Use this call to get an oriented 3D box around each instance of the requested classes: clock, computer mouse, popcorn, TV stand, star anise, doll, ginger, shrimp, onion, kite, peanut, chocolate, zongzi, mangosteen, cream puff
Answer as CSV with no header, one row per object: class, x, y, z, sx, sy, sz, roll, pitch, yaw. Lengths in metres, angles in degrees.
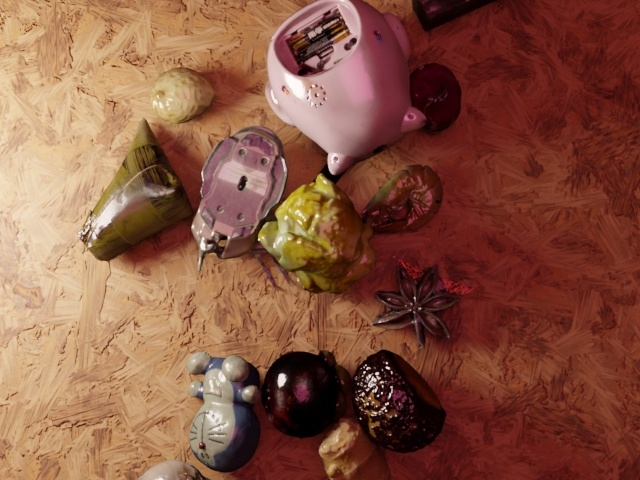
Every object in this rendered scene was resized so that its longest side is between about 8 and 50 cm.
clock,0.054,-0.376,1.825,0.368,0.250,0.376,-29,73,10
computer mouse,-0.202,-0.094,1.875,0.199,0.115,0.389,23,83,1
popcorn,0.007,0.000,1.792,0.225,0.276,0.276,-41,83,8
TV stand,0.051,-0.199,1.937,0.049,0.040,0.256,37,81,5
star anise,0.234,0.146,1.858,0.212,0.073,0.197,24,89,3
doll,-0.221,0.392,1.762,0.228,0.154,0.258,-4,68,40
ginger,0.093,0.564,1.738,0.126,0.190,0.354,-7,94,38
shrimp,0.189,-0.077,1.913,0.267,0.061,0.145,-37,92,-10
onion,0.257,-0.356,1.924,0.198,0.135,0.173,-13,81,-5
kite,0.263,0.134,1.901,0.222,0.008,0.125,20,82,2
peanut,-0.348,-0.361,1.919,0.159,0.109,0.140,-35,54,-18
chocolate,0.395,-0.651,1.999,0.321,0.112,0.112,-26,80,-5
zongzi,-0.484,-0.127,1.877,0.274,0.145,0.300,-30,65,-2
kite,-0.135,0.022,1.906,0.127,0.016,0.229,-28,78,-4
mangosteen,-0.035,0.348,1.758,0.210,0.210,0.209,0,79,-2
cream puff,0.167,0.366,1.740,0.165,0.239,0.239,-43,83,7

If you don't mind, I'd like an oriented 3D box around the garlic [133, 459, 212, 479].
garlic,-0.334,0.645,1.669,0.322,0.241,0.322,3,66,-6
